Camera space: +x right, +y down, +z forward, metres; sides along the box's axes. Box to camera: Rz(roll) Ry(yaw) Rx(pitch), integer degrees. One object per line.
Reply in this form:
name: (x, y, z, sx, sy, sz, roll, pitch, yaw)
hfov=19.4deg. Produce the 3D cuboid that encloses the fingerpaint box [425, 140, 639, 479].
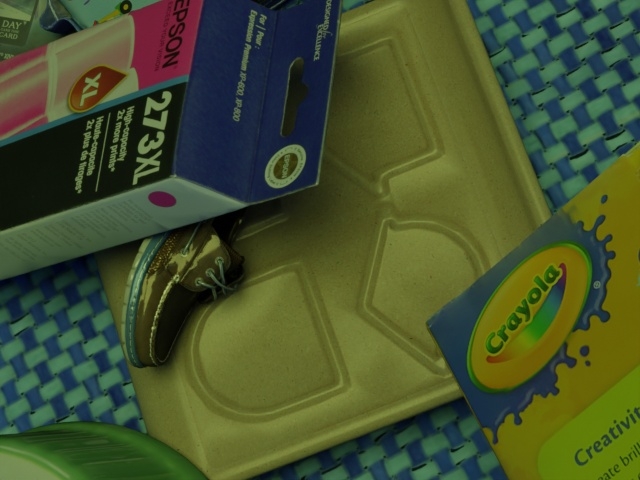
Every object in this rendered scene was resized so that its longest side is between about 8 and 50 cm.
fingerpaint box: (0.334, 0.068, 1.098, 0.445, 0.163, 0.371, -43, 55, 22)

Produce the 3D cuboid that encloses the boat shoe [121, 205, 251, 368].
boat shoe: (-0.092, 0.011, 1.381, 0.066, 0.066, 0.183, 14, 80, 20)

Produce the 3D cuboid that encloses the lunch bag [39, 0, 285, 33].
lunch bag: (-0.116, -0.271, 1.520, 0.293, 0.138, 0.221, -41, 75, 8)

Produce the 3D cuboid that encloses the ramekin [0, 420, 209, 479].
ramekin: (-0.206, 0.276, 1.324, 0.303, 0.148, 0.303, -3, 81, 22)

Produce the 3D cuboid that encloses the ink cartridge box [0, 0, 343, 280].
ink cartridge box: (-0.156, -0.080, 1.400, 0.371, 0.069, 0.175, -14, 53, 31)

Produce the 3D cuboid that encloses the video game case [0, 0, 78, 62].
video game case: (-0.271, -0.245, 1.600, 0.196, 0.026, 0.274, 11, 77, 16)

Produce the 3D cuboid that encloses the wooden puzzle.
wooden puzzle: (0.000, 0.000, 1.435, 0.348, 0.080, 0.322, -23, 69, 11)
